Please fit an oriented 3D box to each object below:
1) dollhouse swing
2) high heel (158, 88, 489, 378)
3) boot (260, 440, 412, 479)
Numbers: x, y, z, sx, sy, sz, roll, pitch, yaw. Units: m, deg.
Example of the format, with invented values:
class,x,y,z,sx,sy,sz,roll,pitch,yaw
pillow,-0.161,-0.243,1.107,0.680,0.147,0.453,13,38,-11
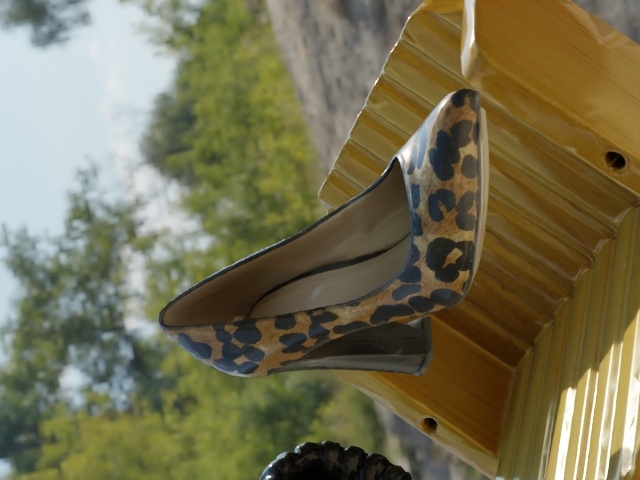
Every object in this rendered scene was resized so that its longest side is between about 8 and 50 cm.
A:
class,x,y,z,sx,sy,sz,roll,pitch,yaw
dollhouse swing,0.104,0.056,1.143,0.305,0.315,0.347,-51,-7,-43
high heel,0.000,0.000,1.008,0.261,0.186,0.093,104,166,-46
boot,0.072,0.320,1.097,0.131,0.348,0.260,-39,-24,-45
